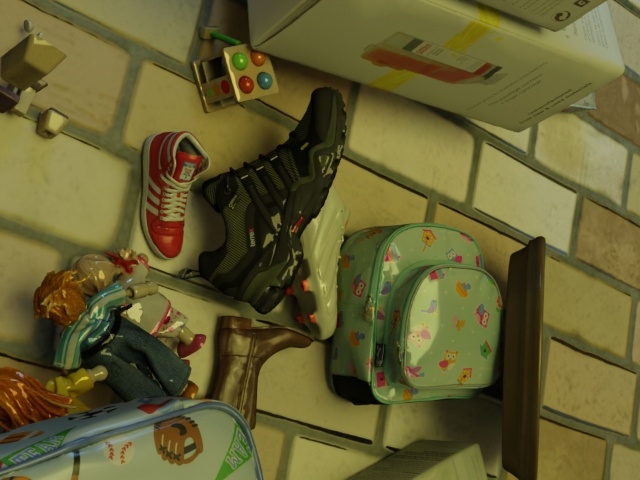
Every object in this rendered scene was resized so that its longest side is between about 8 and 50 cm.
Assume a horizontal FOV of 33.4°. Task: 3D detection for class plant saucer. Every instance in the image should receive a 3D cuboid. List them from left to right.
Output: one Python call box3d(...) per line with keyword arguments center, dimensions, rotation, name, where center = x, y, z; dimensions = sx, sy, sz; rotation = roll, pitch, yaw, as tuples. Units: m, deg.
box3d(center=(0.223, 0.133, 1.169), dimensions=(0.278, 0.041, 0.278), rotation=(1, 90, -79), name="plant saucer")

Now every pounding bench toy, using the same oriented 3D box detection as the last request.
box3d(center=(-0.085, -0.173, 1.028), dimensions=(0.052, 0.065, 0.083), rotation=(-21, 98, -39), name="pounding bench toy")

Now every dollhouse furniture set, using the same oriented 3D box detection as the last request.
box3d(center=(-0.222, -0.151, 0.885), dimensions=(0.091, 0.114, 0.081), rotation=(32, 62, -30), name="dollhouse furniture set")

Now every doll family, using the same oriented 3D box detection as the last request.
box3d(center=(-0.188, 0.111, 0.875), dimensions=(0.163, 0.118, 0.263), rotation=(46, 59, -26), name="doll family")

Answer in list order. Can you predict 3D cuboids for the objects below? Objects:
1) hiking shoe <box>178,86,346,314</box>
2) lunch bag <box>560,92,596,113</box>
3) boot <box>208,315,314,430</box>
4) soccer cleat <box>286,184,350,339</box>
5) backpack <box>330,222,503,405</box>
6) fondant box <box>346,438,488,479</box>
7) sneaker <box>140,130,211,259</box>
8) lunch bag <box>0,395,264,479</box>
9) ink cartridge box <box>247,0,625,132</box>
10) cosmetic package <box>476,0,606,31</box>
box3d(center=(-0.050, -0.052, 0.998), dimensions=(0.114, 0.086, 0.227), rotation=(21, 78, 0), name="hiking shoe")
box3d(center=(0.312, -0.201, 1.364), dimensions=(0.083, 0.053, 0.071), rotation=(-3, 89, -49), name="lunch bag")
box3d(center=(-0.059, 0.137, 1.030), dimensions=(0.106, 0.037, 0.114), rotation=(12, 74, -24), name="boot")
box3d(center=(0.000, 0.000, 1.072), dimensions=(0.076, 0.068, 0.196), rotation=(-10, 88, -22), name="soccer cleat")
box3d(center=(0.100, 0.072, 1.102), dimensions=(0.165, 0.144, 0.189), rotation=(3, 80, -34), name="backpack")
box3d(center=(0.048, 0.369, 1.054), dimensions=(0.330, 0.096, 0.238), rotation=(-19, 97, -38), name="fondant box")
box3d(center=(-0.131, -0.042, 0.973), dimensions=(0.042, 0.067, 0.119), rotation=(-4, 88, -41), name="sneaker")
box3d(center=(-0.171, 0.249, 0.735), dimensions=(0.303, 0.115, 0.243), rotation=(-14, 94, -32), name="lunch bag")
box3d(center=(0.111, -0.301, 1.107), dimensions=(0.384, 0.160, 0.279), rotation=(11, 63, -38), name="ink cartridge box")
box3d(center=(0.111, -0.345, 0.904), dimensions=(0.384, 0.156, 0.217), rotation=(9, 64, -39), name="cosmetic package")
